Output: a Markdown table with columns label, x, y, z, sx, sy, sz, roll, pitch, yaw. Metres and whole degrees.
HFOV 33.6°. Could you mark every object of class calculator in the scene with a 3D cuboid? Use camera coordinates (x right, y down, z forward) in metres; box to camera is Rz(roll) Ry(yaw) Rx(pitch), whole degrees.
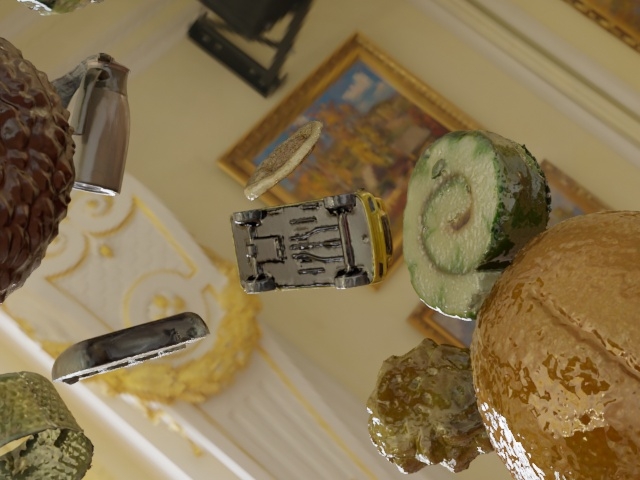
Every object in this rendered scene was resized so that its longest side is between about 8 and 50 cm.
| label | x | y | z | sx | sy | sz | roll | pitch | yaw |
| --- | --- | --- | --- | --- | --- | --- | --- | --- | --- |
| calculator | -0.221 | 0.130 | 1.218 | 0.177 | 0.040 | 0.268 | -14 | -9 | -21 |

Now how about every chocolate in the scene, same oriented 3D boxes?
| label | x | y | z | sx | sy | sz | roll | pitch | yaw |
| --- | --- | --- | --- | --- | --- | --- | --- | --- | --- |
| chocolate | -0.378 | -0.224 | 1.621 | 0.167 | 0.072 | 0.072 | -37 | -16 | -20 |

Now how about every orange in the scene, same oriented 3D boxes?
| label | x | y | z | sx | sy | sz | roll | pitch | yaw |
| --- | --- | --- | --- | --- | --- | --- | --- | --- | --- |
| orange | 0.305 | 0.133 | 1.014 | 0.322 | 0.357 | 0.322 | -19 | -54 | -29 |

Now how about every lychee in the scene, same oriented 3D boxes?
| label | x | y | z | sx | sy | sz | roll | pitch | yaw |
| --- | --- | --- | --- | --- | --- | --- | --- | --- | --- |
| lychee | -0.299 | -0.050 | 0.716 | 0.260 | 0.261 | 0.260 | -49 | -11 | -13 |

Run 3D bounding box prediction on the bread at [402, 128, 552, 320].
| label | x | y | z | sx | sy | sz | roll | pitch | yaw |
| --- | --- | --- | --- | --- | --- | --- | --- | --- | --- |
| bread | 0.299 | -0.025 | 2.090 | 0.129 | 0.381 | 0.366 | 0 | -28 | -30 |

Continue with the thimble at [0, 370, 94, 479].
| label | x | y | z | sx | sy | sz | roll | pitch | yaw |
| --- | --- | --- | --- | --- | --- | --- | --- | --- | --- |
| thimble | -0.540 | 0.362 | 1.801 | 0.271 | 0.150 | 0.270 | -28 | -34 | -21 |

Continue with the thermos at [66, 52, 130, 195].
| label | x | y | z | sx | sy | sz | roll | pitch | yaw |
| --- | --- | --- | --- | --- | --- | --- | --- | --- | --- |
| thermos | -0.325 | -0.171 | 1.525 | 0.137 | 0.105 | 0.193 | 44 | -123 | -81 |

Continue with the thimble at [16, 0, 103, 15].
| label | x | y | z | sx | sy | sz | roll | pitch | yaw |
| --- | --- | --- | --- | --- | --- | --- | --- | --- | --- |
| thimble | -0.360 | -0.428 | 1.371 | 0.167 | 0.254 | 0.288 | -29 | -43 | 13 |

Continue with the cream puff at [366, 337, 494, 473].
| label | x | y | z | sx | sy | sz | roll | pitch | yaw |
| --- | --- | --- | --- | --- | --- | --- | --- | --- | --- |
| cream puff | 0.195 | 0.287 | 1.803 | 0.244 | 0.244 | 0.196 | -45 | -19 | -31 |

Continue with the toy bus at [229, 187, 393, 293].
| label | x | y | z | sx | sy | sz | roll | pitch | yaw |
| --- | --- | --- | --- | --- | --- | --- | --- | --- | --- |
| toy bus | 0.000 | 0.000 | 1.669 | 0.151 | 0.145 | 0.331 | -10 | 3 | -42 |

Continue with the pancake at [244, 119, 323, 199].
| label | x | y | z | sx | sy | sz | roll | pitch | yaw |
| --- | --- | --- | --- | --- | --- | --- | --- | --- | --- |
| pancake | -0.051 | -0.113 | 1.478 | 0.152 | 0.025 | 0.151 | -41 | 13 | 11 |
